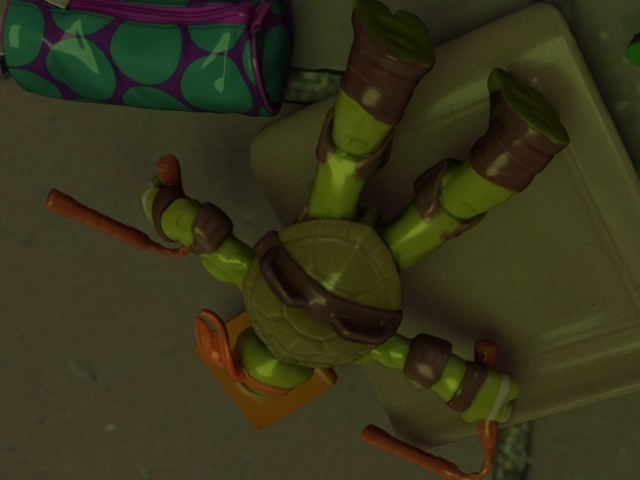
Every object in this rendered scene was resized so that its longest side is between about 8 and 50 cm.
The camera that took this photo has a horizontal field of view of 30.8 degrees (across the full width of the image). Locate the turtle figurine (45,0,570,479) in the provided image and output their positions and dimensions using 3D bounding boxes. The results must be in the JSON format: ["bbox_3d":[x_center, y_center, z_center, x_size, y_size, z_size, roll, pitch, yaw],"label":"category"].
[{"bbox_3d":[0.000,0.000,0.551,0.269,0.087,0.217,34,119,4],"label":"turtle figurine"}]

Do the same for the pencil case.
[{"bbox_3d":[-0.090,-0.102,0.600,0.152,0.064,0.070,7,150,16],"label":"pencil case"}]

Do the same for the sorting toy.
[{"bbox_3d":[0.079,-0.002,0.600,0.348,0.047,0.196,-21,102,27],"label":"sorting toy"}]
